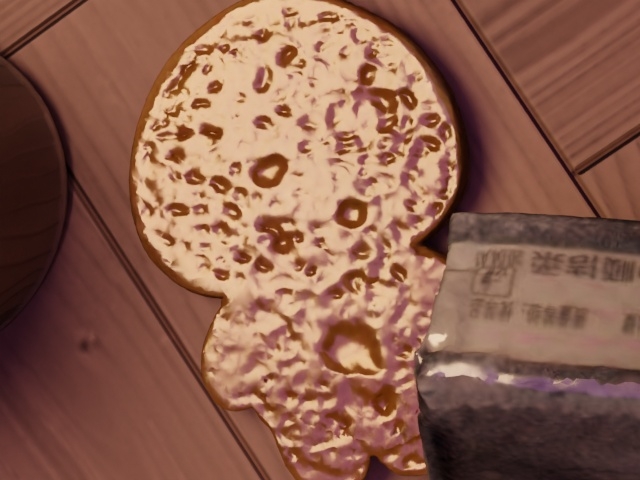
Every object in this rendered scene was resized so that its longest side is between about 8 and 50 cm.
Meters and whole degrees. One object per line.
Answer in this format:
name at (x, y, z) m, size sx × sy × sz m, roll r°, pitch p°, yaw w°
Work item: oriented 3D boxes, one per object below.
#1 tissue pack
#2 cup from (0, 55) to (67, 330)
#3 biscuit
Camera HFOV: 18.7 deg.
tissue pack at (0.256, 0.125, 0.952) m, size 0.394 × 0.288 × 0.124 m, roll 6°, pitch 49°, yaw 14°
cup at (-0.309, -0.004, 1.060) m, size 0.288 × 0.273 × 0.208 m, roll -7°, pitch 97°, yaw 9°
biscuit at (0.000, 0.000, 1.116) m, size 0.202 × 0.044 × 0.289 m, roll -20°, pitch 90°, yaw 12°
